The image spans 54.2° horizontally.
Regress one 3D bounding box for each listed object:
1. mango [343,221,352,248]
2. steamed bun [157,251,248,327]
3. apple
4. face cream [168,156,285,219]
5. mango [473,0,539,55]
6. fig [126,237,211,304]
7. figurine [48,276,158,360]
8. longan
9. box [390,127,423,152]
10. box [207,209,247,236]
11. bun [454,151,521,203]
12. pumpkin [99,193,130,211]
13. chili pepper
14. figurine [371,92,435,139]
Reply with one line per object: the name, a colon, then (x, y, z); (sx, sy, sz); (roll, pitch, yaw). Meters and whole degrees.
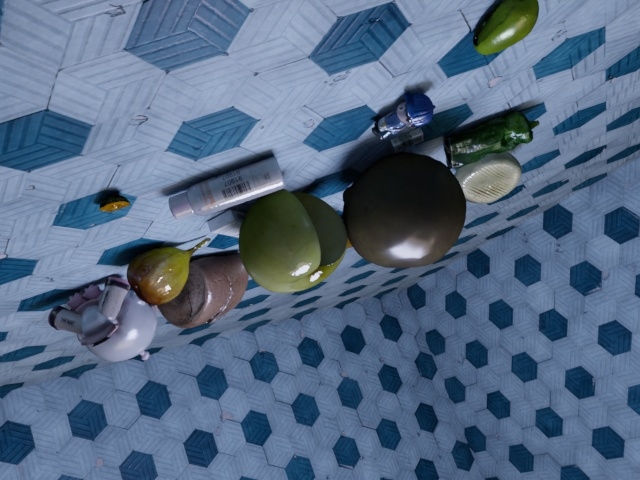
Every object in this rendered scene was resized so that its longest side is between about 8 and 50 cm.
mango: (0.139, -0.054, 2.098); (0.133, 0.111, 0.268); (-29, 174, -45)
steamed bun: (-0.375, 0.179, 2.067); (0.252, 0.199, 0.301); (-5, 158, -47)
apple: (-0.078, -0.002, 1.678); (0.292, 0.254, 0.292); (-29, 158, -13)
face cream: (-0.218, -0.115, 1.448); (0.269, 0.081, 0.082); (-20, 166, -4)
mango: (0.354, -0.404, 1.192); (0.091, 0.074, 0.165); (-17, 165, -22)
fig: (-0.419, 0.065, 1.773); (0.257, 0.159, 0.159); (-36, 171, -20)
figurine: (-0.663, 0.266, 1.964); (0.253, 0.210, 0.361); (-17, 162, 0)
longan: (0.214, -0.077, 1.690); (0.361, 0.360, 0.361); (-19, 166, -5)
box: (0.227, -0.262, 1.637); (0.083, 0.024, 0.054); (-22, 168, 7)
box: (-0.238, -0.045, 1.758); (0.084, 0.040, 0.154); (-29, 165, 19)
bun: (0.536, -0.221, 2.041); (0.223, 0.127, 0.222); (-4, 138, -3)
pumpkin: (-0.448, -0.084, 1.352); (0.083, 0.028, 0.050); (-21, 167, 37)
chili pepper: (0.484, -0.289, 1.760); (0.271, 0.099, 0.136); (-16, 141, 6)
figurine: (0.187, -0.279, 1.427); (0.149, 0.087, 0.086); (-32, -161, 40)
